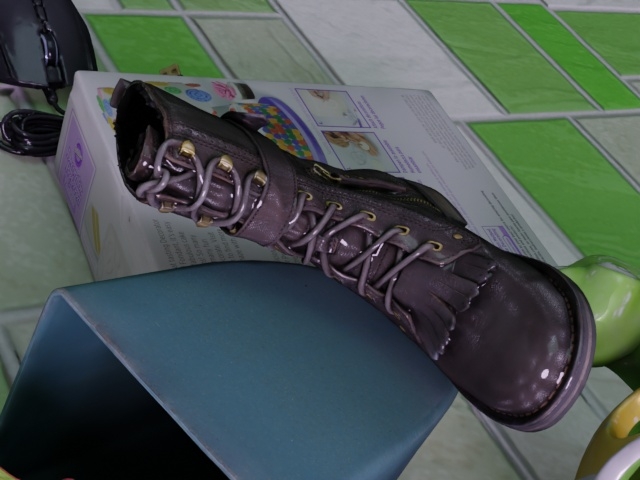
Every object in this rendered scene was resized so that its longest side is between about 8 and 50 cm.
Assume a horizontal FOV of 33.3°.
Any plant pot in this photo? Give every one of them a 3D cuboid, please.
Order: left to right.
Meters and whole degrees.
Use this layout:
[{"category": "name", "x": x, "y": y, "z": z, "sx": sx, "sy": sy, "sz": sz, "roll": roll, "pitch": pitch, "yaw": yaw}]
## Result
[{"category": "plant pot", "x": -0.036, "y": 0.111, "z": 0.607, "sx": 0.165, "sy": 0.166, "sz": 0.234, "roll": 42, "pitch": 33, "yaw": 21}]

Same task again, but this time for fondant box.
[{"category": "fondant box", "x": -0.011, "y": -0.017, "z": 0.824, "sx": 0.330, "sy": 0.096, "sz": 0.238, "roll": -1, "pitch": 44, "yaw": -31}]

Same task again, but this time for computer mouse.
[{"category": "computer mouse", "x": -0.209, "y": -0.173, "z": 0.929, "sx": 0.184, "sy": 0.060, "sz": 0.262, "roll": -2, "pitch": 45, "yaw": -30}]

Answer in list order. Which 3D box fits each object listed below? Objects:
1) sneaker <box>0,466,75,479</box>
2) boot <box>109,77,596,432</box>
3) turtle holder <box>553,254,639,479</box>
[{"category": "sneaker", "x": -0.090, "y": 0.142, "z": 0.432, "sx": 0.208, "sy": 0.081, "sz": 0.094, "roll": 45, "pitch": 18, "yaw": -36}, {"category": "boot", "x": 0.000, "y": 0.000, "z": 0.582, "sx": 0.229, "sy": 0.091, "sz": 0.263, "roll": 20, "pitch": 13, "yaw": -32}, {"category": "turtle holder", "x": 0.250, "y": 0.149, "z": 0.594, "sx": 0.227, "sy": 0.243, "sz": 0.320, "roll": 25, "pitch": 59, "yaw": -46}]
